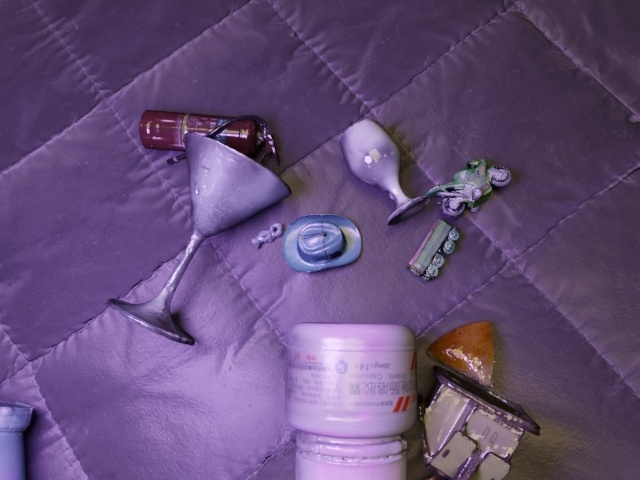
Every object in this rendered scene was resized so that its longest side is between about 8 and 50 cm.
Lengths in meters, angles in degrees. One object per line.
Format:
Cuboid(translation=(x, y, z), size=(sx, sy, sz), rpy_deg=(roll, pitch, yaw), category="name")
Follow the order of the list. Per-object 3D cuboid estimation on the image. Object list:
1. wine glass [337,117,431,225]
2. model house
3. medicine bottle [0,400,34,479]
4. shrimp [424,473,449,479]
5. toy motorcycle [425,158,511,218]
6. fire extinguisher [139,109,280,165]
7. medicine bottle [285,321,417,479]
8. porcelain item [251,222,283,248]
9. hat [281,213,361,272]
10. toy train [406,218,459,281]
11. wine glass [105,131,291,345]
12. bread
Cuboid(translation=(0.144, -0.161, 1.238), size=(0.126, 0.126, 0.241), rpy_deg=(-28, 75, -5), category="wine glass")
Cuboid(translation=(0.256, 0.413, 1.034), size=(0.204, 0.218, 0.279), rpy_deg=(28, 90, 12), category="model house")
Cuboid(translation=(-0.711, 0.461, 1.045), size=(0.244, 0.245, 0.290), rpy_deg=(6, 72, 6), category="medicine bottle")
Cuboid(translation=(0.209, 0.574, 1.045), size=(0.253, 0.058, 0.173), rpy_deg=(-26, 80, -3), category="shrimp")
Cuboid(translation=(0.348, -0.129, 1.243), size=(0.190, 0.074, 0.106), rpy_deg=(-33, 64, -5), category="toy motorcycle")
Cuboid(translation=(-0.265, -0.246, 1.309), size=(0.341, 0.105, 0.142), rpy_deg=(6, 111, 5), category="fire extinguisher")
Cuboid(translation=(0.059, 0.322, 1.025), size=(0.255, 0.256, 0.325), rpy_deg=(1, 80, 4), category="medicine bottle")
Cuboid(translation=(-0.124, -0.013, 1.258), size=(0.083, 0.028, 0.036), rpy_deg=(-35, 71, -8), category="porcelain item")
Cuboid(translation=(0.000, 0.000, 1.220), size=(0.190, 0.078, 0.138), rpy_deg=(-9, 71, 1), category="hat")
Cuboid(translation=(0.261, 0.022, 1.217), size=(0.070, 0.038, 0.148), rpy_deg=(32, 77, 12), category="toy train")
Cuboid(translation=(-0.271, 0.001, 1.155), size=(0.267, 0.267, 0.406), rpy_deg=(25, 79, 11), category="wine glass")
Cuboid(translation=(0.329, 0.226, 1.139), size=(0.154, 0.054, 0.136), rpy_deg=(30, 67, 21), category="bread")
